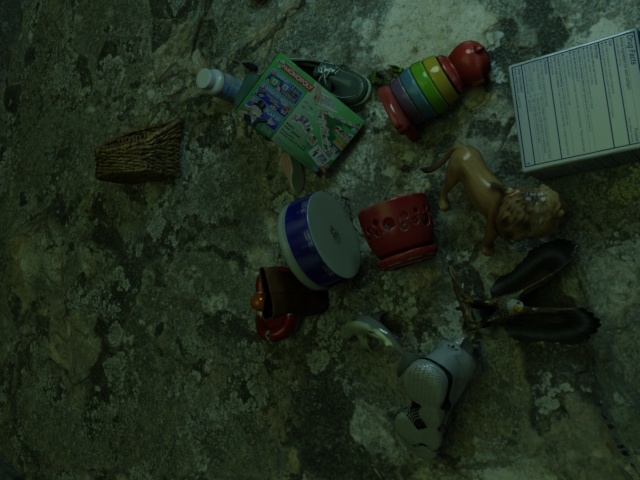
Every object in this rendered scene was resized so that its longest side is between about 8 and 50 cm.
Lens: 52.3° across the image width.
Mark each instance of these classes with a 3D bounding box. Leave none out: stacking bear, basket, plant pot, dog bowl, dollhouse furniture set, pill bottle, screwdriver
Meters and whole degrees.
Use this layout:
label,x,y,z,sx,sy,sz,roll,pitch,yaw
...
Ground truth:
label,x,y,z,sx,sy,sz,roll,pitch,yaw
stacking bear,0.312,-0.412,1.715,0.289,0.175,0.164,-31,77,19
basket,-0.671,-0.331,2.344,0.299,0.213,0.223,-2,86,34
plant pot,0.213,-0.019,1.725,0.191,0.191,0.174,-23,78,31
dog bowl,0.000,0.000,1.823,0.104,0.265,0.264,-23,74,28
dollhouse furniture set,0.219,-0.452,1.831,0.152,0.059,0.076,15,95,35
pill bottle,-0.331,-0.515,2.155,0.087,0.160,0.087,-3,85,35
screwdriver,-0.272,-0.601,2.206,0.170,0.024,0.025,26,72,35
plant pot,-0.150,-0.417,2.029,0.234,0.165,0.165,38,107,37

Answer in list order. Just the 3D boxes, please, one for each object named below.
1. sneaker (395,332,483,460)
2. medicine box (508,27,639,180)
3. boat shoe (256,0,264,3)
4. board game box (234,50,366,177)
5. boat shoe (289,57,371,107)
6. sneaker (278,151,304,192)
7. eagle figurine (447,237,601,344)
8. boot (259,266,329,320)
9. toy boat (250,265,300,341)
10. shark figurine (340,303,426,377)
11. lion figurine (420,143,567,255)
label,x,y,z,sx,sy,sz,roll,pitch,yaw
sneaker,0.310,0.398,1.664,0.137,0.210,0.365,31,138,33
medicine box,0.607,-0.299,1.497,0.289,0.149,0.263,-10,81,33
boat shoe,-0.154,-0.841,2.121,0.178,0.064,0.060,-33,74,35
board game box,-0.057,-0.358,1.881,0.317,0.046,0.213,37,101,-16
boat shoe,0.005,-0.480,1.957,0.319,0.099,0.116,26,101,33
sneaker,-0.093,-0.214,2.039,0.070,0.051,0.134,-6,93,52
eagle figurine,0.482,0.148,1.556,0.298,0.225,0.226,-15,121,3
boot,-0.091,0.092,1.869,0.096,0.280,0.264,-3,85,34
toy boat,-0.154,0.193,1.984,0.151,0.151,0.231,-7,83,35
shark figurine,0.167,0.244,1.796,0.278,0.116,0.166,22,133,42
lion figurine,0.398,-0.123,1.575,0.392,0.142,0.240,44,155,23
